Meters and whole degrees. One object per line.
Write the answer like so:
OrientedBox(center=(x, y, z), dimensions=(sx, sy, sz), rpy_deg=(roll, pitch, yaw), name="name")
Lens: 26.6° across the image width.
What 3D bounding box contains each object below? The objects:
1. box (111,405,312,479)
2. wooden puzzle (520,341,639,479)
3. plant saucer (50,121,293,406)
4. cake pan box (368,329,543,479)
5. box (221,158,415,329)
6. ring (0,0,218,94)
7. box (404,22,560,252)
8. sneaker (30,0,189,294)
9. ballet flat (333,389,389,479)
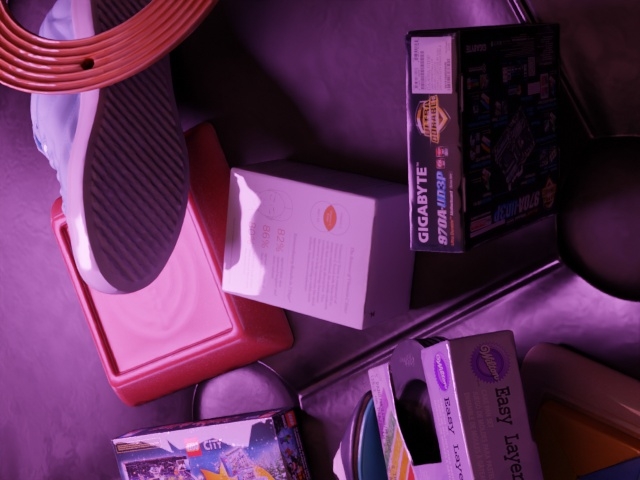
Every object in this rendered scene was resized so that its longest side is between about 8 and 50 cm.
OrientedBox(center=(-0.112, 0.276, 1.481), dimensions=(0.233, 0.044, 0.159), rpy_deg=(-13, 92, 34), name="box")
OrientedBox(center=(0.255, 0.240, 1.236), dimensions=(0.221, 0.044, 0.238), rpy_deg=(24, 111, 28), name="wooden puzzle")
OrientedBox(center=(-0.180, 0.036, 1.479), dimensions=(0.259, 0.048, 0.258), rpy_deg=(-23, 86, 34), name="plant saucer")
OrientedBox(center=(0.124, 0.215, 1.200), dimensions=(0.246, 0.070, 0.267), rpy_deg=(147, 115, -71), name="cake pan box")
OrientedBox(center=(0.000, 0.000, 1.328), dimensions=(0.170, 0.091, 0.130), rpy_deg=(14, 106, 30), name="box")
OrientedBox(center=(-0.223, -0.292, 1.368), dimensions=(0.337, 0.032, 0.336), rpy_deg=(-9, 65, 19), name="ring")
OrientedBox(center=(0.142, -0.093, 1.141), dimensions=(0.051, 0.220, 0.175), rpy_deg=(4, 102, 30), name="box")
OrientedBox(center=(-0.231, -0.101, 1.407), dimensions=(0.150, 0.135, 0.366), rpy_deg=(-27, 56, 41), name="sneaker")
OrientedBox(center=(0.046, 0.249, 1.360), dimensions=(0.074, 0.074, 0.203), rpy_deg=(-5, 101, 33), name="ballet flat")
